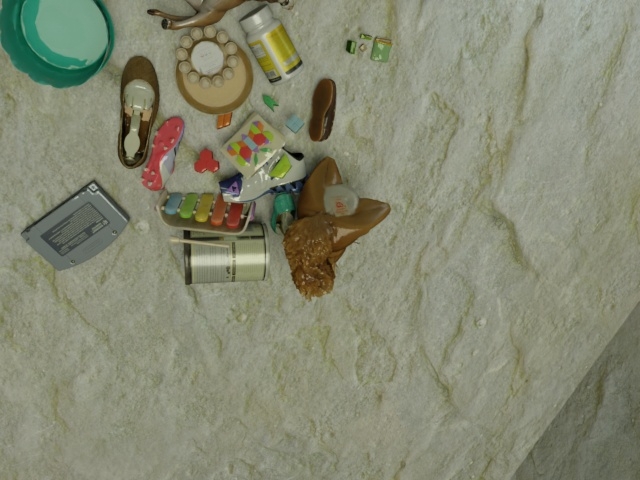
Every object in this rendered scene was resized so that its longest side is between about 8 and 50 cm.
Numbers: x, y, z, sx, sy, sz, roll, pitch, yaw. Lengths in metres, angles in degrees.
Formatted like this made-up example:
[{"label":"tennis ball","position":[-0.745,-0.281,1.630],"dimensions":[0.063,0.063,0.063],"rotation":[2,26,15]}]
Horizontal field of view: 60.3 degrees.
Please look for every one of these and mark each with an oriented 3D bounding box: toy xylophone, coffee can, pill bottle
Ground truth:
[{"label":"toy xylophone","position":[-0.369,-0.075,1.780],"dimensions":[0.323,0.236,0.081],"rotation":[1,124,-10]},{"label":"coffee can","position":[-0.321,0.044,1.868],"dimensions":[0.275,0.201,0.201],"rotation":[-2,117,-13]},{"label":"pill bottle","position":[-0.147,-0.582,1.644],"dimensions":[0.119,0.119,0.208],"rotation":[-30,120,2]}]

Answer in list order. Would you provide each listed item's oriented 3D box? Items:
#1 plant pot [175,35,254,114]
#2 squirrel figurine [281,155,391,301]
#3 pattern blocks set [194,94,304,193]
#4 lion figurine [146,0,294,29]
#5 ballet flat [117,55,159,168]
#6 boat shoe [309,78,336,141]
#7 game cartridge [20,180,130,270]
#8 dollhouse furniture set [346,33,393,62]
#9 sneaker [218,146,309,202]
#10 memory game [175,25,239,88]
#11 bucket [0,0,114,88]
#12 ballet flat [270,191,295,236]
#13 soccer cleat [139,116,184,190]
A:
[{"label":"plant pot","position":[-0.324,-0.504,1.688],"dimensions":[0.236,0.032,0.236],"rotation":[-6,117,-12]},{"label":"squirrel figurine","position":[0.000,0.000,1.842],"dimensions":[0.281,0.397,0.370],"rotation":[35,149,6]},{"label":"pattern blocks set","position":[-0.216,-0.299,1.734],"dimensions":[0.285,0.026,0.325],"rotation":[31,88,5]},{"label":"lion figurine","position":[-0.259,-0.667,1.505],"dimensions":[0.392,0.240,0.142],"rotation":[-3,102,30]},{"label":"ballet flat","position":[-0.551,-0.368,1.647],"dimensions":[0.116,0.124,0.342],"rotation":[10,113,-19]},{"label":"boat shoe","position":[0.015,-0.425,1.798],"dimensions":[0.073,0.073,0.207],"rotation":[-19,132,-48]},{"label":"game cartridge","position":[-0.786,-0.037,1.797],"dimensions":[0.297,0.062,0.198],"rotation":[-34,123,4]},{"label":"dollhouse furniture set","position":[0.161,-0.607,1.742],"dimensions":[0.152,0.058,0.076],"rotation":[4,116,-16]},{"label":"sneaker","position":[-0.185,-0.239,1.816],"dimensions":[0.316,0.127,0.182],"rotation":[-11,115,-16]},{"label":"memory game","position":[-0.335,-0.544,1.640],"dimensions":[0.186,0.012,0.186],"rotation":[-6,117,-12]},{"label":"bucket","position":[-0.696,-0.563,1.479],"dimensions":[0.281,0.183,0.281],"rotation":[-6,118,-11]},{"label":"ballet flat","position":[-0.123,-0.062,1.865],"dimensions":[0.083,0.087,0.247],"rotation":[-13,152,-11]},{"label":"soccer cleat","position":[-0.489,-0.272,1.748],"dimensions":[0.083,0.095,0.248],"rotation":[28,97,18]}]
